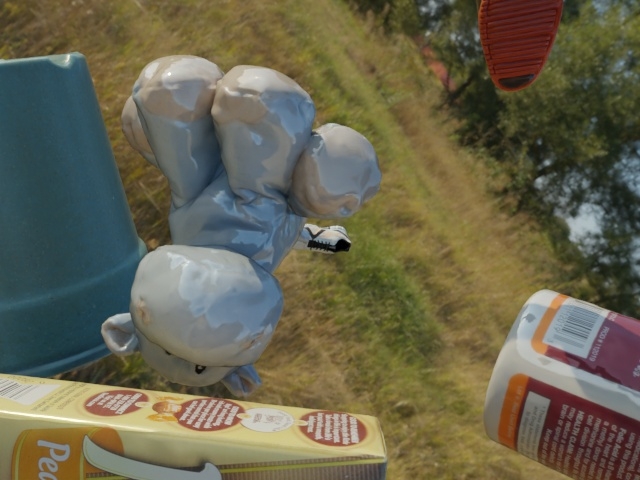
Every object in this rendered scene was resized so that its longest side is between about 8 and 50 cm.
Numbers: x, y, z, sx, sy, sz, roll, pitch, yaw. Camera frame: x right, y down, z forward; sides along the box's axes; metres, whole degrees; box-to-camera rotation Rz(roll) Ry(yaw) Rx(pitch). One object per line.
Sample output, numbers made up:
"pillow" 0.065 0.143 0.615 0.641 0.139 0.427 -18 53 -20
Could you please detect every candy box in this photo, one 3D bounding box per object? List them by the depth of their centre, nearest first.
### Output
"candy box" -0.125 0.196 0.431 0.087 0.316 0.183 -50 146 -87

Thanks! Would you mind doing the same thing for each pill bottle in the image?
"pill bottle" 0.425 0.225 0.818 0.392 0.224 0.224 21 -2 30

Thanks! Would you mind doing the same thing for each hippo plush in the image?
"hippo plush" -0.112 -0.001 0.595 0.234 0.236 0.294 30 -22 -9

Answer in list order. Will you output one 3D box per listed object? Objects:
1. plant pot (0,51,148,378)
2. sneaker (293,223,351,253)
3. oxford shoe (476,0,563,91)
"plant pot" -0.382 -0.046 0.807 0.341 0.341 0.334 -68 154 -70
"sneaker" 0.000 0.000 1.030 0.109 0.040 0.044 -5 35 -26
"oxford shoe" 0.230 -0.321 0.803 0.098 0.097 0.271 -93 176 -65
